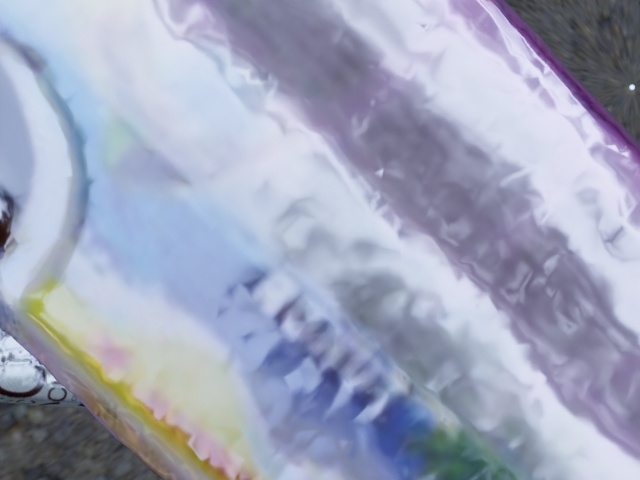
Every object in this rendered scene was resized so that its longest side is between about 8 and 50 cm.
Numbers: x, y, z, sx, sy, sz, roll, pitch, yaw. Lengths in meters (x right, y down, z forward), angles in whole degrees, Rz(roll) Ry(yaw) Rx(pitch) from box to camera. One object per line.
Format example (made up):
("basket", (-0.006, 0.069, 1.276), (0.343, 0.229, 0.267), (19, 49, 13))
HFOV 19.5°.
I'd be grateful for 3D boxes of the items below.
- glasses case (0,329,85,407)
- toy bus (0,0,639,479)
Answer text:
("glasses case", (-0.135, 0.071, 1.301), (0.355, 0.137, 0.085), (3, 98, -24))
("toy bus", (0.000, 0.000, 0.355), (0.112, 0.090, 0.274), (-44, 100, 5))
